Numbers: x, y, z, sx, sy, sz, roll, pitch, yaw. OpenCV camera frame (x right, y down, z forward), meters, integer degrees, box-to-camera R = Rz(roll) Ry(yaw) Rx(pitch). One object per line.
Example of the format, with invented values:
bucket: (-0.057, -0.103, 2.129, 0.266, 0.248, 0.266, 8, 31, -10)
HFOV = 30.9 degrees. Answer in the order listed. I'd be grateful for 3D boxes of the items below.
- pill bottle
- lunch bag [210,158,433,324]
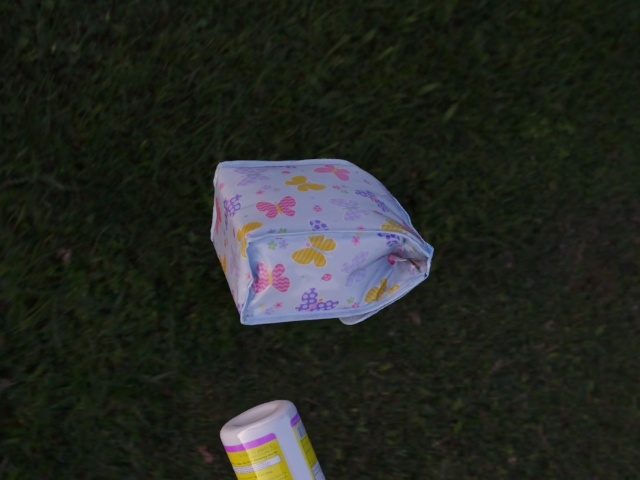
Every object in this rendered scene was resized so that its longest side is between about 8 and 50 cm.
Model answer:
pill bottle: (-0.019, 0.130, 0.617, 0.043, 0.043, 0.083, -24, 96, -22)
lunch bag: (0.000, 0.000, 0.497, 0.083, 0.071, 0.053, -5, 122, -16)
